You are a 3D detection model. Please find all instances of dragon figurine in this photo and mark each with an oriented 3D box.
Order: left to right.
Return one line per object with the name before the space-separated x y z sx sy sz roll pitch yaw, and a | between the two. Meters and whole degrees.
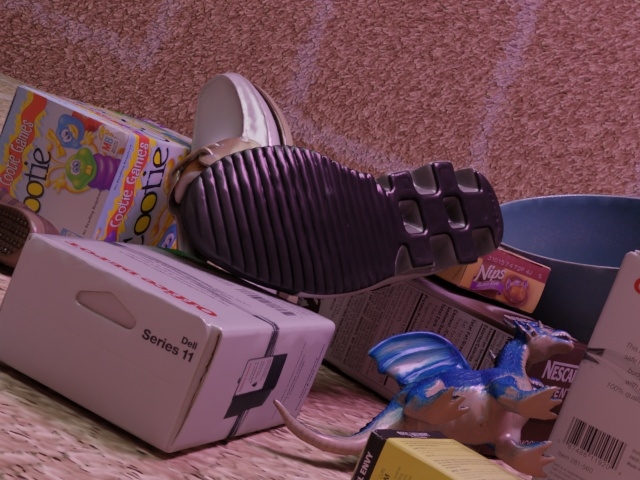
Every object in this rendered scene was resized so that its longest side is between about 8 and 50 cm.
dragon figurine | 0.085 0.123 0.856 0.289 0.085 0.144 -5 16 -21

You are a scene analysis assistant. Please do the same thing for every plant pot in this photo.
plant pot | 0.316 0.078 1.242 0.290 0.196 0.290 1 17 0

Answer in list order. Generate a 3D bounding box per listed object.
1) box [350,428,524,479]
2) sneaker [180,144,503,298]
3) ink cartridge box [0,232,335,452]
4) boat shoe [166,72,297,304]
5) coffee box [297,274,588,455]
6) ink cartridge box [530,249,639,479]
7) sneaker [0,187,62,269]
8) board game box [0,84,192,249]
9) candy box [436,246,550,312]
box | 0.128 0.186 0.652 0.232 0.058 0.087 25 6 36
sneaker | 0.000 0.000 0.945 0.330 0.123 0.146 3 -16 -44
ink cartridge box | -0.101 0.065 0.765 0.153 0.087 0.208 24 5 20
boat shoe | -0.095 -0.055 1.134 0.103 0.113 0.302 19 47 -40
coffee box | 0.110 0.098 1.113 0.297 0.119 0.168 26 6 40
ink cartridge box | 0.281 0.138 0.868 0.160 0.220 0.092 26 7 34
sneaker | -0.295 -0.015 1.012 0.188 0.066 0.071 33 -6 38
board game box | -0.224 -0.061 1.229 0.142 0.144 0.275 24 6 18
candy box | 0.129 0.010 1.135 0.109 0.053 0.186 20 3 -35
